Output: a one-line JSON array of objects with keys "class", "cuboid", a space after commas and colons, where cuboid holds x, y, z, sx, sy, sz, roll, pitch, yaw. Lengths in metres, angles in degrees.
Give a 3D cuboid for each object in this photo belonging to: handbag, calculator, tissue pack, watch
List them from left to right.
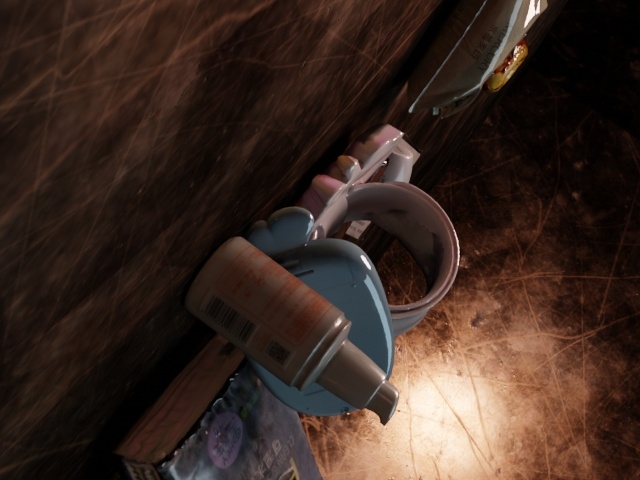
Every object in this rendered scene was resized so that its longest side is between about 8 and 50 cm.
[{"class": "tissue pack", "cuboid": [-0.114, 0.327, 1.145, 0.259, 0.122, 0.361, -50, 131, -47]}, {"class": "calculator", "cuboid": [-0.011, 0.096, 1.039, 0.188, 0.303, 0.042, -16, -148, 7]}, {"class": "watch", "cuboid": [0.080, -0.006, 1.146, 0.244, 0.231, 0.196, -46, 169, -25]}, {"class": "handbag", "cuboid": [0.227, -0.288, 1.228, 0.270, 0.117, 0.182, -56, 159, 18]}]

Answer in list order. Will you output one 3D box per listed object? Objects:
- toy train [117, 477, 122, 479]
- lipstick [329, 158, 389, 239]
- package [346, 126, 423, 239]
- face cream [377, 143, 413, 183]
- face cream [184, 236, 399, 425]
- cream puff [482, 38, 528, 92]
[{"class": "toy train", "cuboid": [-0.260, 0.417, 1.240, 0.101, 0.159, 0.248, -54, 174, -48]}, {"class": "lipstick", "cuboid": [0.000, 0.000, 1.353, 0.357, 0.057, 0.057, -57, 172, 29]}, {"class": "package", "cuboid": [0.099, -0.098, 1.522, 0.204, 0.062, 0.251, -56, 169, 7]}, {"class": "face cream", "cuboid": [0.098, -0.106, 1.354, 0.095, 0.091, 0.091, -66, 169, 23]}, {"class": "face cream", "cuboid": [-0.020, 0.105, 0.921, 0.101, 0.251, 0.101, -53, 173, -9]}, {"class": "cream puff", "cuboid": [0.402, -0.405, 1.938, 0.149, 0.084, 0.149, -49, 169, -12]}]
